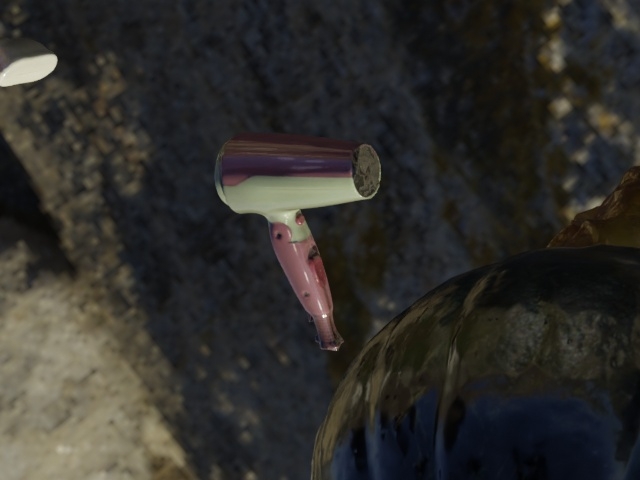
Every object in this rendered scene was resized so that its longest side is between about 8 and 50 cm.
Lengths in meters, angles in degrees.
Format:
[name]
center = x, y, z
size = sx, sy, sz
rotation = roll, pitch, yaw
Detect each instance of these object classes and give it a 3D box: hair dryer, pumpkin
[hair dryer]
center = -0.005, 0.002, 1.204
size = 0.106, 0.054, 0.154
rotation = 6, 120, 30
[pumpkin]
center = 0.114, 0.121, 0.761
size = 0.250, 0.216, 0.250
rotation = 17, 153, 9

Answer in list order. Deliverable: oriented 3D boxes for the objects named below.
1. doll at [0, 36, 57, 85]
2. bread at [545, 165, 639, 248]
[doll]
center = -0.298, -0.165, 1.197
size = 0.217, 0.183, 0.085
rotation = 30, 113, 16
[bread]
center = 0.230, 0.073, 1.333
size = 0.195, 0.344, 0.149
rotation = 39, 128, 8
